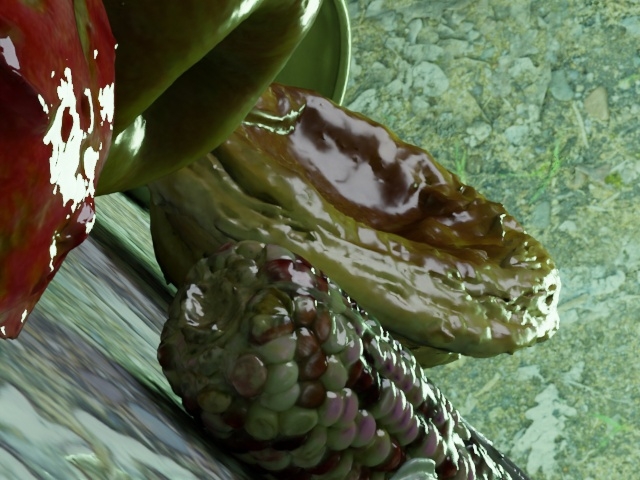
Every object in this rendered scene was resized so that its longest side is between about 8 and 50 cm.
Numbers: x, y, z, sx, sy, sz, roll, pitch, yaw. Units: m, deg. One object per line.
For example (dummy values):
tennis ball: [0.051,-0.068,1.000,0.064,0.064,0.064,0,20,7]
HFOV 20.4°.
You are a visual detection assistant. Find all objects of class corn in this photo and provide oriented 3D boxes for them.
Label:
corn: [0.024,0.100,0.862,0.280,0.092,0.092,46,-2,-40]

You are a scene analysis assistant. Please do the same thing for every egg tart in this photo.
egg tart: [0.000,0.000,1.258,0.352,0.150,0.352,26,19,-10]

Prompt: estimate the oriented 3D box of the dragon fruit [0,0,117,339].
dragon fruit: [-0.142,-0.079,0.511,0.262,0.134,0.211,42,4,-20]

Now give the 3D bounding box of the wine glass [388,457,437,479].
wine glass: [0.069,0.155,0.651,0.155,0.072,0.072,42,0,28]

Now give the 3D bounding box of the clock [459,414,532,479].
clock: [0.119,0.189,1.274,0.145,0.073,0.193,42,0,31]

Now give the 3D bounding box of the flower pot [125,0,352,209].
flower pot: [-0.146,-0.183,1.774,0.244,0.307,0.307,23,-11,35]

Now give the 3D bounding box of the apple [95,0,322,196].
apple: [-0.119,-0.139,0.779,0.264,0.264,0.264,42,0,0]
